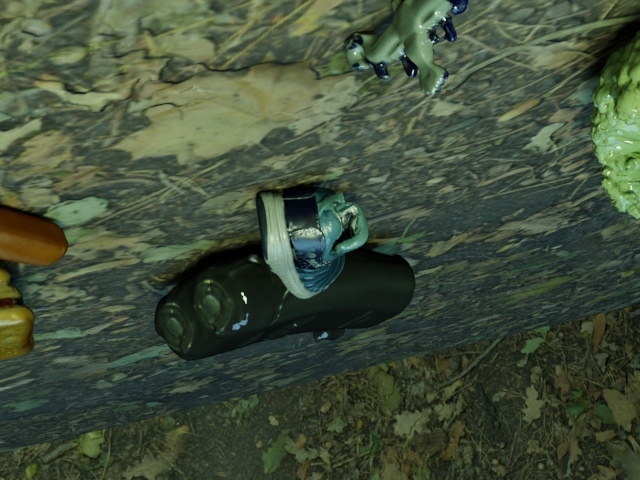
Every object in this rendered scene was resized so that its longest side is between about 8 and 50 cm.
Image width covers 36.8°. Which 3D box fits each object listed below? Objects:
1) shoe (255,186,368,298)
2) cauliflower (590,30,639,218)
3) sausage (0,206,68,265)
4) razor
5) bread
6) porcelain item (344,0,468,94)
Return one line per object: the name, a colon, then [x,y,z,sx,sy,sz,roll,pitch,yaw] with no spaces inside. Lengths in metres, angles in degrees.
shoe: [0.000,0.000,1.020,0.106,0.091,0.207,-12,163,6]
cauliflower: [0.368,-0.087,0.782,0.272,0.250,0.275,-17,170,13]
sausage: [-0.265,-0.005,0.819,0.039,0.041,0.131,-23,164,14]
razor: [-0.038,0.070,1.214,0.327,0.107,0.189,-3,160,-45]
bread: [-0.353,0.080,0.973,0.116,0.077,0.200,-12,167,-20]
porcelain item: [0.066,-0.131,0.636,0.021,0.075,0.136,-5,163,-34]
